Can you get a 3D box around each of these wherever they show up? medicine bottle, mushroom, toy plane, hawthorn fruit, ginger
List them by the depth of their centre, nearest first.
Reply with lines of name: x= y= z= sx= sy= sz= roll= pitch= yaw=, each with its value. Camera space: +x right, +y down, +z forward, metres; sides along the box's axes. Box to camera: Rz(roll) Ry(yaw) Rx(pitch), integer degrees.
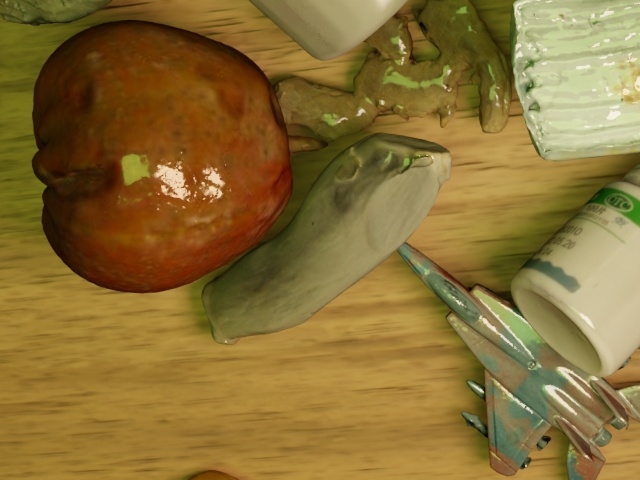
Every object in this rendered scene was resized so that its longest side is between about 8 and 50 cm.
medicine bottle: x=0.307 y=0.007 z=1.663 sx=0.139 sy=0.139 sz=0.237 roll=45 pitch=77 yaw=1
hawthorn fruit: x=-0.137 y=-0.089 z=1.705 sx=0.298 sy=0.277 sz=0.277 roll=-4 pitch=98 yaw=-9
mushroom: x=0.001 y=0.002 z=1.737 sx=0.351 sy=0.097 sz=0.109 roll=-43 pitch=72 yaw=31
toy plane: x=0.197 y=0.105 z=1.753 sx=0.326 sy=0.104 sz=0.223 roll=43 pitch=102 yaw=6
ginger: x=0.068 y=-0.176 z=1.756 sx=0.259 sy=0.065 sz=0.149 roll=-4 pitch=86 yaw=19

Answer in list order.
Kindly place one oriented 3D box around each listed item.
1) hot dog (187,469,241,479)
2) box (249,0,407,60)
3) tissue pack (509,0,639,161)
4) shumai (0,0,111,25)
hot dog: x=-0.052 y=0.336 z=1.849 sx=0.249 sy=0.068 sz=0.100 roll=27 pitch=101 yaw=5
box: x=0.003 y=-0.318 z=1.682 sx=0.206 sy=0.291 sz=0.262 roll=46 pitch=141 yaw=-15
tissue pack: x=0.325 y=-0.173 z=1.538 sx=0.287 sy=0.388 sz=0.162 roll=-10 pitch=95 yaw=11
shumai: x=-0.266 y=-0.346 z=1.690 sx=0.261 sy=0.222 sz=0.225 roll=11 pitch=131 yaw=29
